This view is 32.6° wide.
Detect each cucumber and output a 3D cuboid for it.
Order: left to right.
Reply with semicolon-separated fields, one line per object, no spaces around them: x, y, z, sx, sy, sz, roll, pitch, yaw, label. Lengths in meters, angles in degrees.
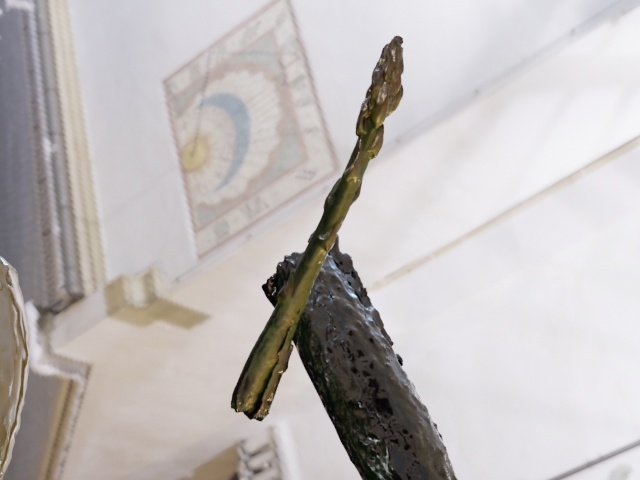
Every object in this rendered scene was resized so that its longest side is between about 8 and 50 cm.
0.026;0.087;0.690;0.067;0.067;0.245;32;-159;-43;cucumber

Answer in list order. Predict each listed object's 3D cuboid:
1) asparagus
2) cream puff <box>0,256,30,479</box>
0.000;0.000;0.590;0.023;0.233;0.022;36;-157;34;asparagus
-0.211;0.025;0.264;0.270;0.274;0.323;14;-129;-12;cream puff
